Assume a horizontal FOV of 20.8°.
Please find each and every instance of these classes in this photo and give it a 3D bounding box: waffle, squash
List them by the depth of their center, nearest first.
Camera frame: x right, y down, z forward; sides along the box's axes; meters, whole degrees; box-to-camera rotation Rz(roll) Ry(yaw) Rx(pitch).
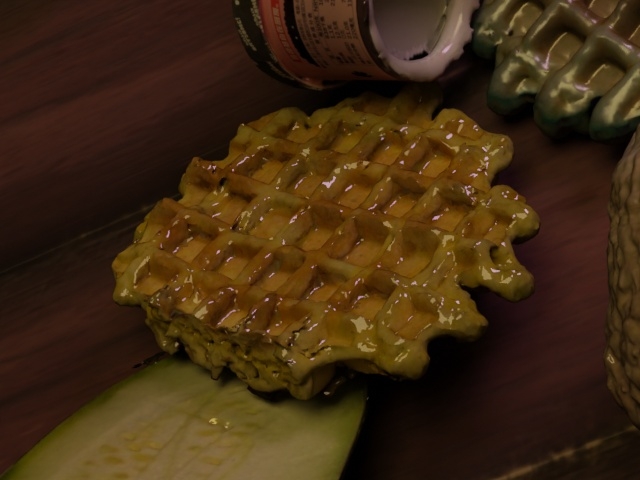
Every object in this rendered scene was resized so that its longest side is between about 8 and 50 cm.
[{"bbox_3d":[-0.083,0.125,1.183,0.237,0.204,0.155,6,87,22],"label":"squash"},{"bbox_3d":[0.001,0.003,1.237,0.307,0.060,0.312,-26,37,0],"label":"waffle"},{"bbox_3d":[0.242,-0.213,1.262,0.291,0.056,0.309,-13,65,29],"label":"waffle"}]

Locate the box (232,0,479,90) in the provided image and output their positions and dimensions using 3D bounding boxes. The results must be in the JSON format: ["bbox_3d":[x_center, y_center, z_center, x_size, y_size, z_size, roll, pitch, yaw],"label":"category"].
[{"bbox_3d":[0.032,-0.182,1.292,0.135,0.151,0.151,13,67,47],"label":"box"}]

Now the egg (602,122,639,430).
[{"bbox_3d":[0.296,0.003,1.014,0.279,0.279,0.310,10,72,29],"label":"egg"}]
